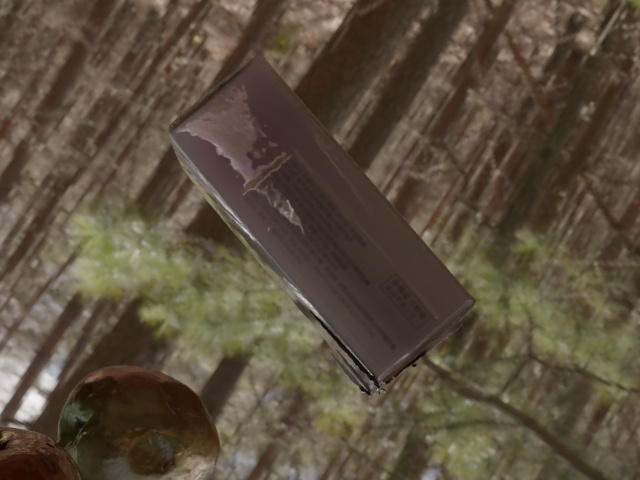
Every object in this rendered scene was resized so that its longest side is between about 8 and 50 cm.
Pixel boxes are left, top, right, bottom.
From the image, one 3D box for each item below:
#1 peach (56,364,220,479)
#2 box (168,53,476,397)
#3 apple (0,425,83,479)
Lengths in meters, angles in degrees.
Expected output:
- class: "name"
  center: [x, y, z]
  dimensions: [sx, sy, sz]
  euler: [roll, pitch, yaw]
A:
- class: "peach"
  center: [-0.256, 0.291, 1.662]
  dimensions: [0.236, 0.214, 0.214]
  euler: [16, 174, -21]
- class: "box"
  center: [0.000, 0.000, 0.922]
  dimensions: [0.251, 0.106, 0.203]
  euler: [49, 176, 9]
- class: "apple"
  center: [-0.285, 0.248, 0.953]
  dimensions: [0.196, 0.196, 0.196]
  euler: [32, 168, 8]
